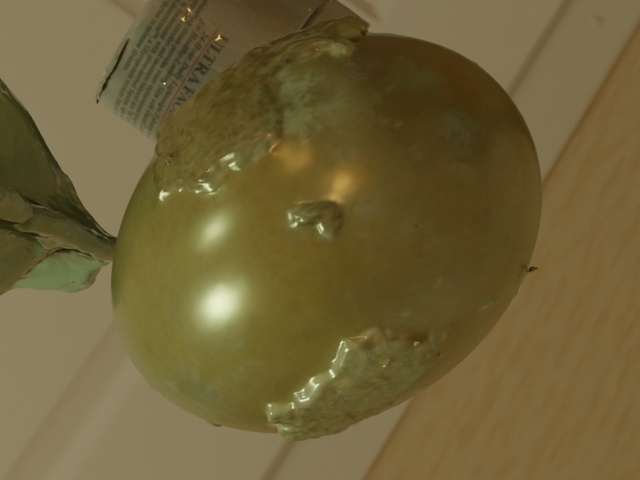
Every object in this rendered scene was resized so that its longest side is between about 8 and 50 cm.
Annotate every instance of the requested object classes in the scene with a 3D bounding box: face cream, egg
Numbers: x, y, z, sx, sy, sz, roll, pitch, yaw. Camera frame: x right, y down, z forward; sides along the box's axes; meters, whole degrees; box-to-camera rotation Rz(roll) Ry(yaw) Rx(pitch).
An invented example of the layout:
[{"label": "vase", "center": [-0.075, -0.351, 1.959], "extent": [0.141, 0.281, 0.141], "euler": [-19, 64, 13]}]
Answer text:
[{"label": "face cream", "center": [-0.070, -0.140, 1.429], "extent": [0.153, 0.177, 0.177], "euler": [33, 158, -1]}, {"label": "egg", "center": [-0.001, -0.003, 0.770], "extent": [0.201, 0.164, 0.164], "euler": [-37, 114, 23]}]

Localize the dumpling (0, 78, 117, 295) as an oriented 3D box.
[{"label": "dumpling", "center": [-0.275, -0.034, 1.016], "extent": [0.270, 0.321, 0.211], "euler": [49, 136, 38]}]
